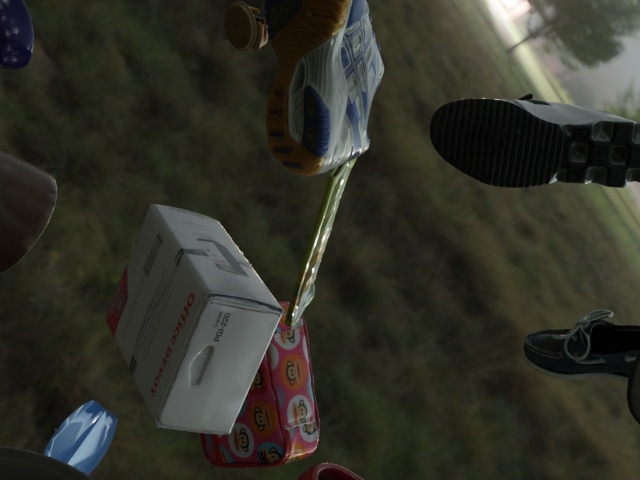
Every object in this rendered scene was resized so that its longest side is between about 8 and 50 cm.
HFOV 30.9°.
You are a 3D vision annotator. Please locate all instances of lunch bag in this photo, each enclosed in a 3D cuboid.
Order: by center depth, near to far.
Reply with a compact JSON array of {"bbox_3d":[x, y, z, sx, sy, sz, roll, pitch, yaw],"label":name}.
[{"bbox_3d":[-0.135,0.258,2.077,0.120,0.258,0.293,-5,86,-47],"label":"lunch bag"}]

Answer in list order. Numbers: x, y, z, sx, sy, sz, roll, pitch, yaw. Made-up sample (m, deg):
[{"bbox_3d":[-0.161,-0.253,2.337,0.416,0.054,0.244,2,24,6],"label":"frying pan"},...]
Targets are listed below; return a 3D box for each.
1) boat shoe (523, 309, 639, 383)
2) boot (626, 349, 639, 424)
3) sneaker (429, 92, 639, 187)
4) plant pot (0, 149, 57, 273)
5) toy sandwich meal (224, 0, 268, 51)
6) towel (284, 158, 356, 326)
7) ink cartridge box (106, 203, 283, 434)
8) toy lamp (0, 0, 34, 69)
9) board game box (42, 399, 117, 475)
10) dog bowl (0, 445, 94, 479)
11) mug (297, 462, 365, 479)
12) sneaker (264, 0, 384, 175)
[{"bbox_3d":[0.374,0.142,1.544,0.254,0.095,0.079,8,-51,50],"label":"boat shoe"},{"bbox_3d":[0.424,0.102,1.236,0.083,0.246,0.161,35,-1,4],"label":"boot"},{"bbox_3d":[0.310,-0.144,1.657,0.331,0.122,0.146,8,18,-7],"label":"sneaker"},{"bbox_3d":[-0.603,-0.085,1.940,0.230,0.215,0.215,39,23,-38],"label":"plant pot"},{"bbox_3d":[-0.115,-0.330,1.783,0.029,0.085,0.085,-18,72,-39],"label":"toy sandwich meal"},{"bbox_3d":[0.000,0.000,1.565,0.021,0.237,0.102,20,28,5],"label":"towel"},{"bbox_3d":[-0.140,0.080,1.229,0.092,0.158,0.218,14,20,-29],"label":"ink cartridge box"},{"bbox_3d":[-0.338,-0.129,0.801,0.275,0.080,0.080,-23,78,-41],"label":"toy lamp"},{"bbox_3d":[-0.380,0.306,1.772,0.033,0.133,0.168,28,-15,23],"label":"board game box"},{"bbox_3d":[-0.352,0.352,1.116,0.348,0.349,0.102,-100,-164,-56],"label":"dog bowl"},{"bbox_3d":[0.053,0.267,0.999,0.169,0.113,0.150,8,80,-59],"label":"mug"},{"bbox_3d":[0.012,-0.226,1.313,0.112,0.296,0.131,22,24,34],"label":"sneaker"}]
